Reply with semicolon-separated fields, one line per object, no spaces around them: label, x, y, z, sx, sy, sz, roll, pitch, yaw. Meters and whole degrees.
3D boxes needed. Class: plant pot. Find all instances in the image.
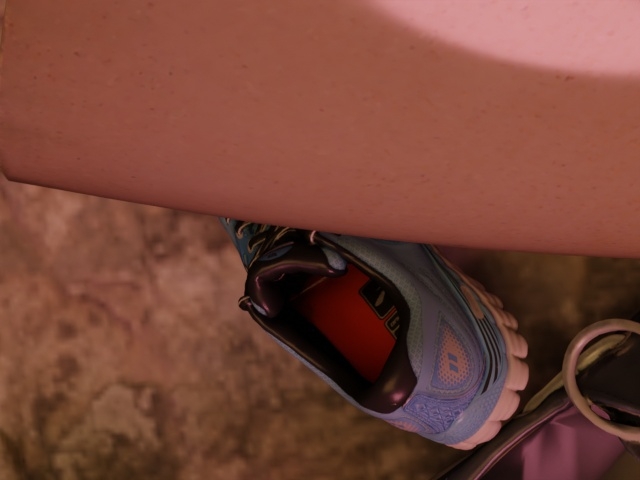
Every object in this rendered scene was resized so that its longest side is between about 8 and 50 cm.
plant pot;0.085;-0.098;0.431;0.274;0.256;0.256;17;106;-3

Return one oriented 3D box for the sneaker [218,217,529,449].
sneaker;0.000;0.000;0.532;0.162;0.073;0.063;47;111;32

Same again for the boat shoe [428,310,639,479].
boat shoe;0.110;0.068;0.526;0.254;0.079;0.095;-34;90;21
